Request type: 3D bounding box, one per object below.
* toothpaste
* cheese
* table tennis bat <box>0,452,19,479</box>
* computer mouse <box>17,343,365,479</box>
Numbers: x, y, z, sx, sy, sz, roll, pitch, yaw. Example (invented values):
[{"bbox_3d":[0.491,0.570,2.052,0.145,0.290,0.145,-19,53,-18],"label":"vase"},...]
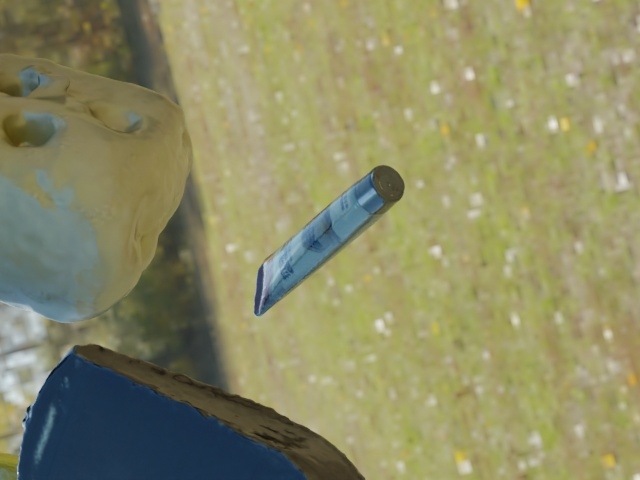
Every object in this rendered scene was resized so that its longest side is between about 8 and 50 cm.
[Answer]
[{"bbox_3d":[0.000,0.000,1.573,0.239,0.039,0.062,-40,37,49],"label":"toothpaste"},{"bbox_3d":[-0.203,-0.050,0.902,0.159,0.263,0.093,-66,-13,-61],"label":"cheese"},{"bbox_3d":[-0.356,0.259,1.677,0.054,0.224,0.368,-98,-16,-66],"label":"table tennis bat"},{"bbox_3d":[-0.083,0.188,1.250,0.087,0.295,0.168,-28,-37,-65],"label":"computer mouse"}]
